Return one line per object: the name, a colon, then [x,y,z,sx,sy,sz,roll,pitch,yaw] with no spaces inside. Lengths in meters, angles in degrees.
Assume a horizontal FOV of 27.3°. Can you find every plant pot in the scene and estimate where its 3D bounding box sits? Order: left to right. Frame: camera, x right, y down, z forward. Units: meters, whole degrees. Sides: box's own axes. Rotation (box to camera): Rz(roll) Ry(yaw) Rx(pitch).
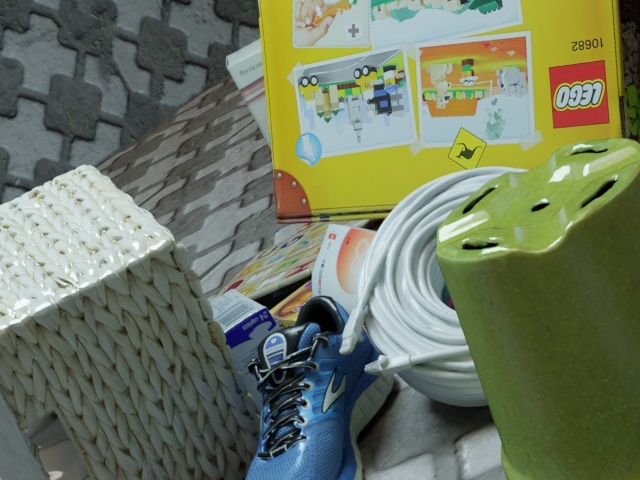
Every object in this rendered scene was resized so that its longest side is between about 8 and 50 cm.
plant pot: [0.223,0.069,1.045,0.276,0.254,0.276,-26,18,9]

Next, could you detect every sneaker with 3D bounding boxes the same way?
sneaker: [-0.028,0.171,1.328,0.129,0.147,0.330,-21,23,24]

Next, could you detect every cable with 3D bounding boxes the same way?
cable: [0.165,0.045,1.327,0.257,0.089,0.257,1,55,20]

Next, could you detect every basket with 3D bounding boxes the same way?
basket: [-0.266,0.134,1.453,0.266,0.328,0.331,-30,28,-17]

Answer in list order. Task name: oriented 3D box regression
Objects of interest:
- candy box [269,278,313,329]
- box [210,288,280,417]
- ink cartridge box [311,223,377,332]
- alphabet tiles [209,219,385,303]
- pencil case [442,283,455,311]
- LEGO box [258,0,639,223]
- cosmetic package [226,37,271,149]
candy box: [0.030,0.067,1.699,0.186,0.053,0.109,-37,16,-20]
box: [-0.078,0.138,1.522,0.072,0.137,0.126,-34,18,-13]
ink cartridge box: [0.024,0.072,1.553,0.145,0.045,0.179,12,79,65]
alphabet tiles: [0.000,0.000,1.892,0.342,0.011,0.285,-24,14,35]
pencil case: [0.137,0.048,1.509,0.104,0.104,0.236,-34,19,-16]
LEGO box: [0.175,-0.220,1.566,0.500,0.373,0.193,-2,4,38]
cosmetic package: [-0.017,-0.188,2.088,0.153,0.296,0.129,-29,15,4]
